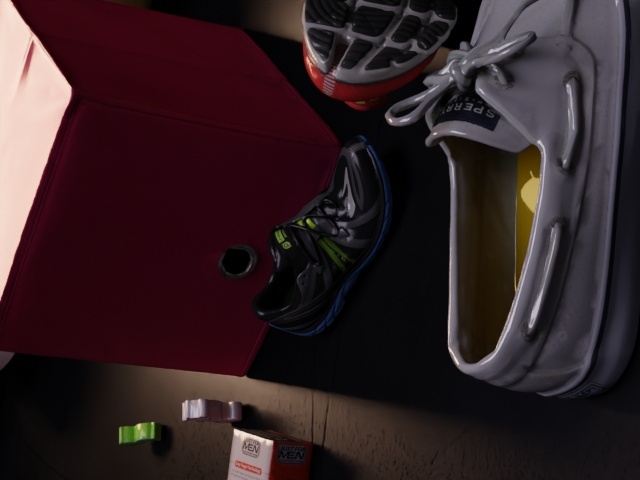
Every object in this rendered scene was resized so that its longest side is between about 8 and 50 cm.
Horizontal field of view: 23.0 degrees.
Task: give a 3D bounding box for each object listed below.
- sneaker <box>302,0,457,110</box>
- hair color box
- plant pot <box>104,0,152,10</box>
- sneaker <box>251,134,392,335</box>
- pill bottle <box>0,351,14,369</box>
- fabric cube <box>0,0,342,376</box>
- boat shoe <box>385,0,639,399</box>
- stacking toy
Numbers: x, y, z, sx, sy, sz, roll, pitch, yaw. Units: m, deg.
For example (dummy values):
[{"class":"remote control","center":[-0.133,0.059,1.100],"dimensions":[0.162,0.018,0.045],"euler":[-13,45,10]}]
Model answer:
[{"class":"sneaker","center":[0.043,-0.147,1.181],"dimensions":[0.279,0.107,0.118],"euler":[-67,-8,-64]},{"class":"hair color box","center":[-0.049,0.236,1.343],"dimensions":[0.072,0.043,0.141],"euler":[7,89,58]},{"class":"plant pot","center":[-0.304,-0.195,1.674],"dimensions":[0.276,0.276,0.254],"euler":[22,90,57]},{"class":"sneaker","center":[0.000,0.000,1.289],"dimensions":[0.188,0.078,0.067],"euler":[-63,37,26]},{"class":"pill bottle","center":[-0.505,0.015,1.937],"dimensions":[0.408,0.229,0.229],"euler":[43,119,52]},{"class":"fabric cube","center":[-0.178,-0.056,1.415],"dimensions":[0.259,0.258,0.254],"euler":[51,124,49]},{"class":"boat shoe","center":[0.122,-0.082,1.043],"dimensions":[0.136,0.156,0.367],"euler":[-6,78,57]},{"class":"stacking toy","center":[-0.143,0.245,1.480],"dimensions":[0.221,0.052,0.167],"euler":[-21,65,55]}]
